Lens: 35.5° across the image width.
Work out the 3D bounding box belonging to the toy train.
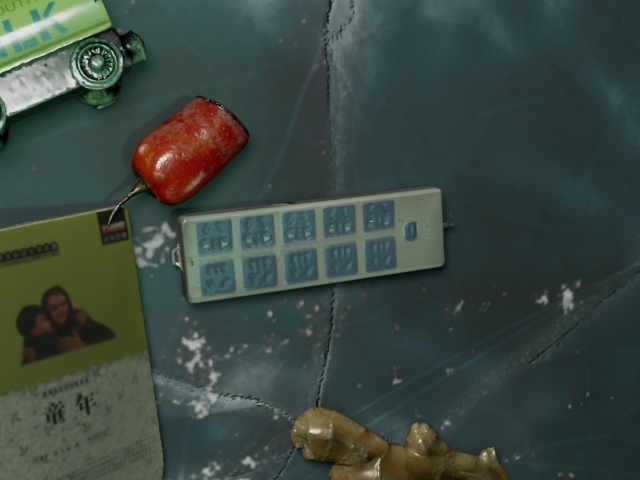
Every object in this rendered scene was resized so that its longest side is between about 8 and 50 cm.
[{"bbox_3d":[-0.321,-0.197,1.068,0.253,0.105,0.157,-26,92,-13],"label":"toy train"}]

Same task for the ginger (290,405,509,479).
[{"bbox_3d":[0.113,0.302,1.307,0.334,0.081,0.148,9,80,-21],"label":"ginger"}]

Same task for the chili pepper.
[{"bbox_3d":[-0.173,-0.082,1.139,0.192,0.084,0.086,-44,93,-12],"label":"chili pepper"}]

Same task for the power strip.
[{"bbox_3d":[0.000,0.000,1.232,0.367,0.043,0.106,-8,102,-18],"label":"power strip"}]

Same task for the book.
[{"bbox_3d":[-0.295,0.152,1.110,0.239,0.035,0.352,-15,105,-42],"label":"book"}]
